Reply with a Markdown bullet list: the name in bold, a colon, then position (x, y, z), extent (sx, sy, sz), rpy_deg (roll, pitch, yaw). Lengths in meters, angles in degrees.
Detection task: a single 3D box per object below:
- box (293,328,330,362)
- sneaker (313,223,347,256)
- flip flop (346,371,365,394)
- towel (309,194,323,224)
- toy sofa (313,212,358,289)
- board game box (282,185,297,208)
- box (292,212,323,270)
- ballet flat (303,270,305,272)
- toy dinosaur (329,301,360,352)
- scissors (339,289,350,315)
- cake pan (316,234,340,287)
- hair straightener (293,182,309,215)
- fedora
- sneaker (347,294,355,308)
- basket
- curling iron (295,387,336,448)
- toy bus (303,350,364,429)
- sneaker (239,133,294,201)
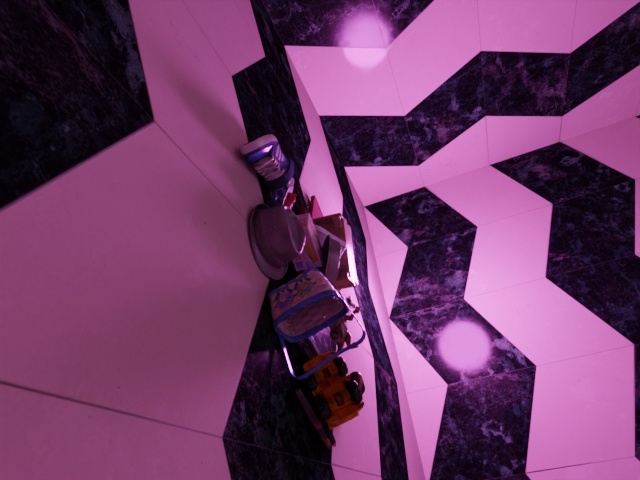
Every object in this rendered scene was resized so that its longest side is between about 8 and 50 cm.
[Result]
- **box**: position (-0.029, 0.355, 1.512), extent (0.183, 0.059, 0.232), rpy_deg (-89, 158, -56)
- **sneaker**: position (0.000, 0.000, 1.860), extent (0.091, 0.258, 0.094), rpy_deg (-67, -166, -18)
- **flip flop**: position (0.151, 0.603, 1.714), extent (0.277, 0.080, 0.112), rpy_deg (104, -20, -60)
- **towel**: position (-0.019, -0.097, 2.184), extent (0.274, 0.031, 0.198), rpy_deg (-84, 155, -55)
- **toy sofa**: position (0.073, 0.063, 2.027), extent (0.177, 0.151, 0.361), rpy_deg (45, 36, -62)
- **board game box**: position (-0.117, -0.139, 1.579), extent (0.168, 0.033, 0.133), rpy_deg (-61, 169, -80)
- **box**: position (-0.070, 0.007, 1.637), extent (0.103, 0.114, 0.203), rpy_deg (-87, 161, -54)
- **ballet flat**: position (-0.044, 0.087, 1.783), extent (0.070, 0.070, 0.188), rpy_deg (56, 21, -48)
- **toy dinosaur**: position (0.077, 0.376, 1.804), extent (0.200, 0.127, 0.294), rpy_deg (165, -74, -69)
- **scissors**: position (0.111, 0.285, 2.241), extent (0.109, 0.021, 0.296), rpy_deg (35, 38, -64)
- **cake pan**: position (0.026, 0.123, 1.695), extent (0.293, 0.054, 0.292), rpy_deg (-168, -90, -84)
- **hair straightener**: position (-0.092, -0.170, 1.984), extent (0.230, 0.047, 0.089), rpy_deg (68, 13, 2)
- **fedora**: position (-0.133, -0.015, 1.410), extent (0.244, 0.125, 0.275), rpy_deg (45, 30, -49)
- **sneaker**: position (0.173, 0.358, 2.369), extent (0.083, 0.032, 0.037), rpy_deg (66, 28, -6)
- **basket**: position (-0.028, 0.248, 1.276), extent (0.288, 0.255, 0.201), rpy_deg (58, 3, 33)
- **curling iron**: position (-0.019, 0.577, 1.334), extent (0.273, 0.035, 0.068), rpy_deg (61, -1, -25)
- **toy bus**: position (0.042, 0.524, 1.413), extent (0.211, 0.150, 0.220), rpy_deg (86, -22, -52)
- **sneaker**: position (-0.178, -0.261, 1.557), extent (0.323, 0.130, 0.236), rpy_deg (-57, 124, -79)
